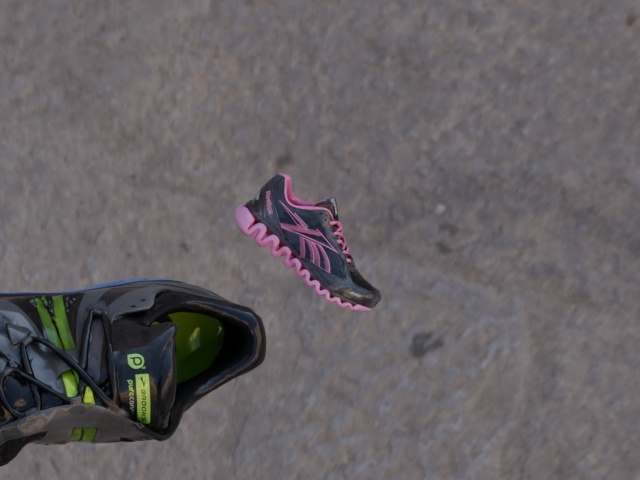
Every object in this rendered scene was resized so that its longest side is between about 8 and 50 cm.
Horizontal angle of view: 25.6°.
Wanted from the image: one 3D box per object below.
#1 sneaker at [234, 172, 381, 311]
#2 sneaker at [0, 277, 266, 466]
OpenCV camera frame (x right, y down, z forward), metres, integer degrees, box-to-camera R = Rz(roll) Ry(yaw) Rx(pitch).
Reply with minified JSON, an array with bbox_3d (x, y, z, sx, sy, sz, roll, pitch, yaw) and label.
[{"bbox_3d":[0.000,0.000,0.966,0.119,0.047,0.057,39,98,1],"label":"sneaker"},{"bbox_3d":[-0.097,0.050,0.553,0.188,0.078,0.067,-14,100,-45],"label":"sneaker"}]
